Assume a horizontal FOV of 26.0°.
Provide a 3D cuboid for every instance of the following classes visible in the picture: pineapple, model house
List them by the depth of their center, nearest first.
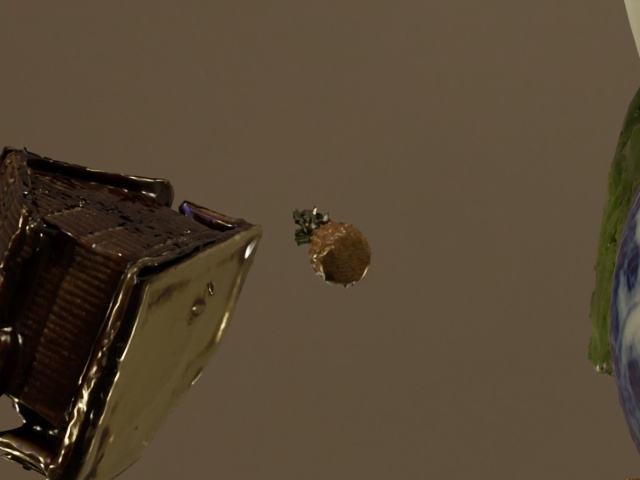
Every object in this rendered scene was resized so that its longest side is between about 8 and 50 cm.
[{"bbox_3d":[0.000,0.000,1.236,0.058,0.124,0.058,-7,-71,-22],"label":"pineapple"},{"bbox_3d":[-0.272,0.073,1.495,0.282,0.297,0.317,22,-84,19],"label":"model house"}]

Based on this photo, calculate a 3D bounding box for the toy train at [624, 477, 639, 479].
[{"bbox_3d":[0.354,0.265,1.256,0.228,0.091,0.136,-4,-9,38],"label":"toy train"}]

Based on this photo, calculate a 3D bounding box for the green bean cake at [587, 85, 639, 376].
[{"bbox_3d":[0.359,-0.039,1.156,0.218,0.335,0.319,26,-47,-6],"label":"green bean cake"}]

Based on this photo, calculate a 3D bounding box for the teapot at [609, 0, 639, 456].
[{"bbox_3d":[0.238,0.008,0.501,0.252,0.280,0.424,-21,-56,45],"label":"teapot"}]
